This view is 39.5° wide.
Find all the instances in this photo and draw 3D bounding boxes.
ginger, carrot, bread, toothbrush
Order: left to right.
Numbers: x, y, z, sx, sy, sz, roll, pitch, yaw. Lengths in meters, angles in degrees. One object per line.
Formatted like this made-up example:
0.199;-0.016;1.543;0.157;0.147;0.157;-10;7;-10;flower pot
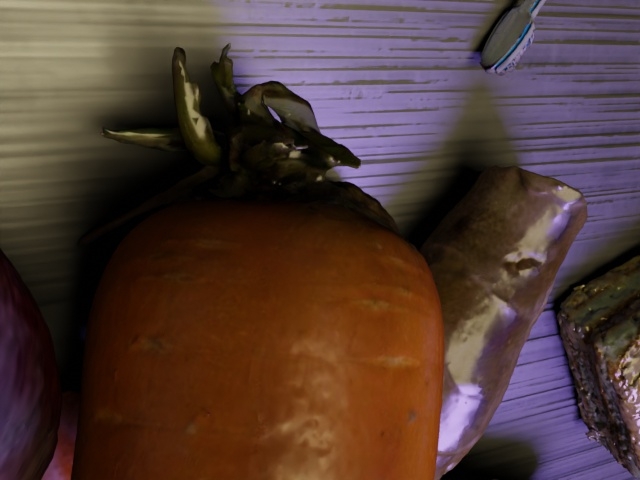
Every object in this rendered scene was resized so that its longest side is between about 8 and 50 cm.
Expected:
-0.032;0.075;0.486;0.193;0.214;0.331;8;85;-25;carrot
0.100;0.067;0.657;0.116;0.109;0.263;26;99;-11;ginger
0.201;-0.236;0.615;0.294;0.026;0.028;-55;148;4;toothbrush
0.302;0.114;0.814;0.138;0.102;0.196;-35;126;-16;bread

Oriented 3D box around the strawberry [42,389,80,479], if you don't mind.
-0.146;0.169;0.572;0.146;0.082;0.187;-45;117;-32;strawberry

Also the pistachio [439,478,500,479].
0.149;0.317;0.785;0.260;0.163;0.212;27;87;-16;pistachio

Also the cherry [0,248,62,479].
-0.234;0.067;0.389;0.230;0.203;0.300;-55;143;-6;cherry
